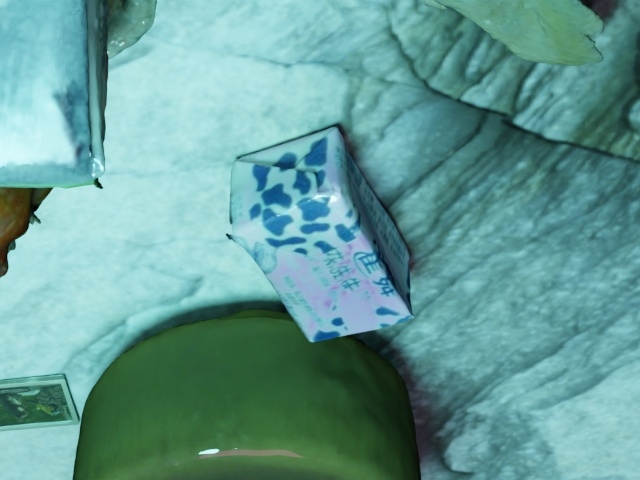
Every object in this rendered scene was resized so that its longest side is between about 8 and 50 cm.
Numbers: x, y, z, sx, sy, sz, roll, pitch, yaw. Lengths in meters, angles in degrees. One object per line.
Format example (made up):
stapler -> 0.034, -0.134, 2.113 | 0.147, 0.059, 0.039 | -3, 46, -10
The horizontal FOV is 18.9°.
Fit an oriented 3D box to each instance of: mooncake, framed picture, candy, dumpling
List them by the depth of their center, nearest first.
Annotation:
dumpling -> 0.074, -0.202, 1.149 | 0.332, 0.086, 0.166 | 23, 165, -28
candy -> 0.000, 0.000, 1.389 | 0.092, 0.073, 0.160 | -16, 138, 16
mooncake -> -0.059, 0.179, 1.531 | 0.284, 0.155, 0.284 | -3, 141, -3
framed picture -> -0.247, 0.134, 1.578 | 0.089, 0.006, 0.066 | -5, 140, 2

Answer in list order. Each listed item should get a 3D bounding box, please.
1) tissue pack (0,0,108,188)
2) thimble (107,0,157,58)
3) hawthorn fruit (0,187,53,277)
tissue pack -> -0.312, -0.170, 1.028 | 0.394, 0.124, 0.288 | -1, 100, -2
thimble -> -0.156, -0.168, 1.171 | 0.115, 0.090, 0.102 | -2, 143, -4
hawthorn fruit -> -0.288, -0.062, 1.197 | 0.248, 0.208, 0.208 | 32, 129, -19
